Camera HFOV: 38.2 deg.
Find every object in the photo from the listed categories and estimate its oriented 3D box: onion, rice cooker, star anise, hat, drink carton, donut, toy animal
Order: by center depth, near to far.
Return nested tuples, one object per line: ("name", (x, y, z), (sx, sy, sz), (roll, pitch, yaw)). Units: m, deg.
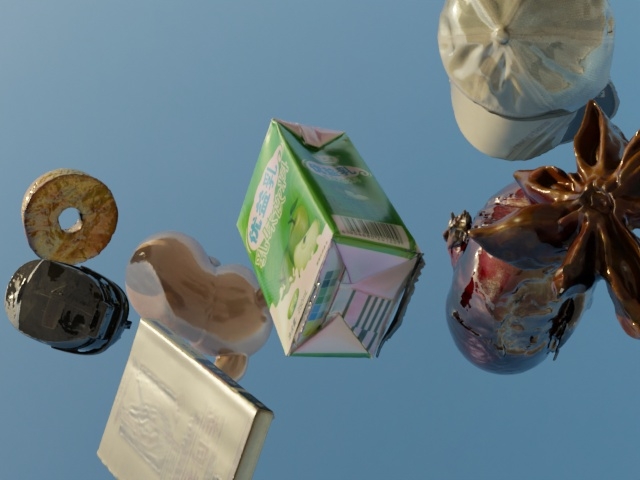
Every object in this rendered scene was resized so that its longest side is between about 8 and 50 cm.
("star anise", (0.229, -0.022, 0.755), (0.196, 0.111, 0.213), (6, -104, 31))
("drink carton", (0.000, 0.000, 1.021), (0.108, 0.161, 0.271), (9, -149, -24))
("hat", (0.206, -0.194, 1.023), (0.161, 0.275, 0.232), (-37, -109, -24))
("rice cooker", (-0.327, 0.086, 1.203), (0.165, 0.106, 0.112), (19, -94, 13))
("onion", (0.277, 0.043, 1.324), (0.232, 0.314, 0.314), (22, -122, 19))
("toy animal", (-0.176, 0.080, 1.351), (0.250, 0.167, 0.154), (29, -160, 19))
("donut", (-0.373, -0.039, 1.362), (0.151, 0.152, 0.058), (-23, -144, -20))

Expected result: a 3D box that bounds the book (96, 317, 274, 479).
("book", (-0.138, 0.188, 0.881), (0.026, 0.161, 0.231), (14, -172, -40))
